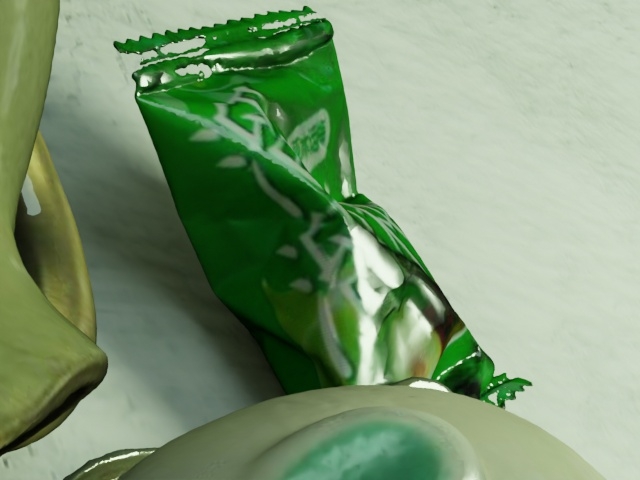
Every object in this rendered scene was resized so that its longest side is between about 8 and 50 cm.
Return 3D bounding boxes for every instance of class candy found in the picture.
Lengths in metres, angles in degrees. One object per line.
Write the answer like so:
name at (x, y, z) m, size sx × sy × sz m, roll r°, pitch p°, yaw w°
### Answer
candy at (-0.004, 0.002, 0.785) m, size 0.203 × 0.078 × 0.141 m, roll 64°, pitch 21°, yaw 0°

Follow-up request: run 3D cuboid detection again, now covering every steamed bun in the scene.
steamed bun at (0.025, 0.128, 0.578) m, size 0.228 × 0.131 × 0.177 m, roll 10°, pitch 69°, yaw -43°

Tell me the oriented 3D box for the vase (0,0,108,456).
vase at (-0.160, -0.030, 0.587) m, size 0.329 × 0.241 × 0.302 m, roll 28°, pitch 37°, yaw -65°

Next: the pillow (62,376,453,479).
pillow at (-0.001, 0.119, 0.676) m, size 0.217 × 0.033 × 0.130 m, roll -6°, pitch 74°, yaw -46°
